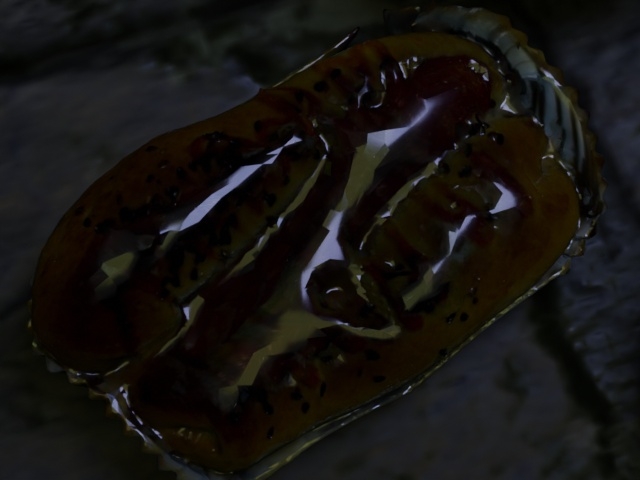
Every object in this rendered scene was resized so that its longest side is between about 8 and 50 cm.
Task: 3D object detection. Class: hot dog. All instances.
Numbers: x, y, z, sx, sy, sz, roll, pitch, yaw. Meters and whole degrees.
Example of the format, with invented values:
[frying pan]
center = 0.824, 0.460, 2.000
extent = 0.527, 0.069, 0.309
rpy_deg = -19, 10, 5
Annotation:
[hot dog]
center = 0.000, 0.000, 0.507
extent = 0.270, 0.082, 0.162
rpy_deg = -33, 86, -6
